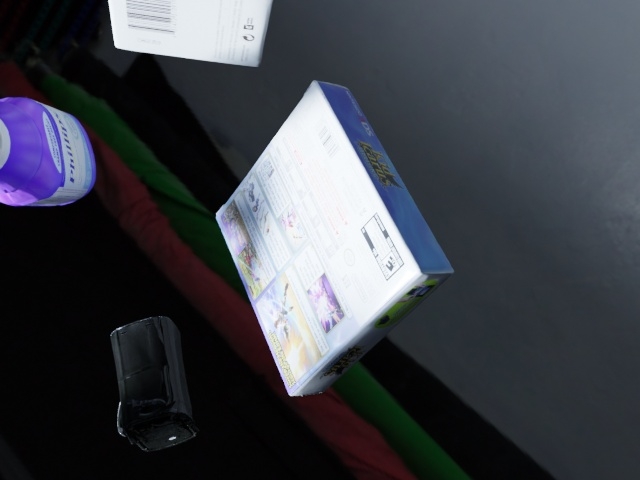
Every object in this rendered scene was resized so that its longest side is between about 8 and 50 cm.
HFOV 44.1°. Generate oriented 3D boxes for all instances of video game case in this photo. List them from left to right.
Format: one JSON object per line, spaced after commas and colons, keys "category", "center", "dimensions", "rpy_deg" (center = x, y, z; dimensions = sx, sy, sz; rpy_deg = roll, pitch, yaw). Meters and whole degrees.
{"category": "video game case", "center": [0.000, 0.000, 0.909], "dimensions": [0.061, 0.244, 0.270], "rpy_deg": [3, -129, -42]}

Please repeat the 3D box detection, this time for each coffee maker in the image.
{"category": "coffee maker", "center": [-0.258, 0.211, 1.231], "dimensions": [0.120, 0.171, 0.178], "rpy_deg": [-4, -126, -21]}

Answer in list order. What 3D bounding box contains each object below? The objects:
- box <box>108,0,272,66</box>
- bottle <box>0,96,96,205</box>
{"category": "box", "center": [-0.142, -0.301, 0.892], "dimensions": [0.181, 0.181, 0.119], "rpy_deg": [5, -108, -9]}
{"category": "bottle", "center": [-0.329, -0.098, 0.873], "dimensions": [0.283, 0.092, 0.118], "rpy_deg": [-108, 3, -88]}
